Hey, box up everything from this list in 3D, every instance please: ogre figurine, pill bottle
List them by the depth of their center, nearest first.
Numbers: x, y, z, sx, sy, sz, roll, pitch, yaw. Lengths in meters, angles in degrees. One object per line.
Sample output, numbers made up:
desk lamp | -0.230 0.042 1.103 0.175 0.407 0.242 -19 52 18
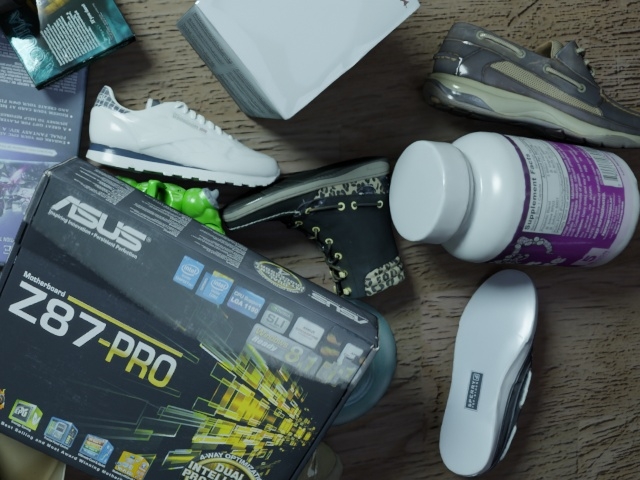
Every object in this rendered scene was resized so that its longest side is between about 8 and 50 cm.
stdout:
ogre figurine | -0.193 -0.013 0.860 0.197 0.097 0.118 10 95 23
pill bottle | 0.249 -0.052 0.934 0.301 0.169 0.169 3 100 -24

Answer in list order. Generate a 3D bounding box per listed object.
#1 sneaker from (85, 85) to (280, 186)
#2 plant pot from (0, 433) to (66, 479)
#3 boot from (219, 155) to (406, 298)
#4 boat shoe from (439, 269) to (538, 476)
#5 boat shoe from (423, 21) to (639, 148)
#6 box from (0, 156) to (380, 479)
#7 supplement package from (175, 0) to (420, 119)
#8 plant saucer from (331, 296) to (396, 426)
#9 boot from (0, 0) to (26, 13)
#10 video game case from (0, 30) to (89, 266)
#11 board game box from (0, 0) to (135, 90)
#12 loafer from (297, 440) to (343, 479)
sneaker | -0.158 -0.119 0.864 0.235 0.090 0.095 9 88 -20
plant pot | -0.378 0.299 0.870 0.109 0.109 0.096 18 107 -19
boot | 0.002 0.000 0.926 0.236 0.085 0.179 -19 105 -20
boat shoe | 0.259 0.194 1.046 0.102 0.108 0.301 20 81 -51
boat shoe | 0.316 -0.206 0.962 0.355 0.132 0.130 10 98 -20
box | -0.177 0.137 0.817 0.394 0.097 0.318 29 106 -5
supplement package | -0.037 -0.255 0.807 0.194 0.203 0.149 -42 109 -6
plant saucer | 0.023 0.177 0.999 0.194 0.037 0.195 -3 101 -16
boot | -0.465 -0.335 0.729 0.280 0.096 0.264 -10 103 4
video game case | -0.382 -0.107 0.827 0.196 0.026 0.274 7 99 -18
board game box | -0.309 -0.278 0.793 0.126 0.026 0.186 -31 96 -10
loafer | -0.098 0.348 0.968 0.268 0.102 0.092 -33 107 -18
